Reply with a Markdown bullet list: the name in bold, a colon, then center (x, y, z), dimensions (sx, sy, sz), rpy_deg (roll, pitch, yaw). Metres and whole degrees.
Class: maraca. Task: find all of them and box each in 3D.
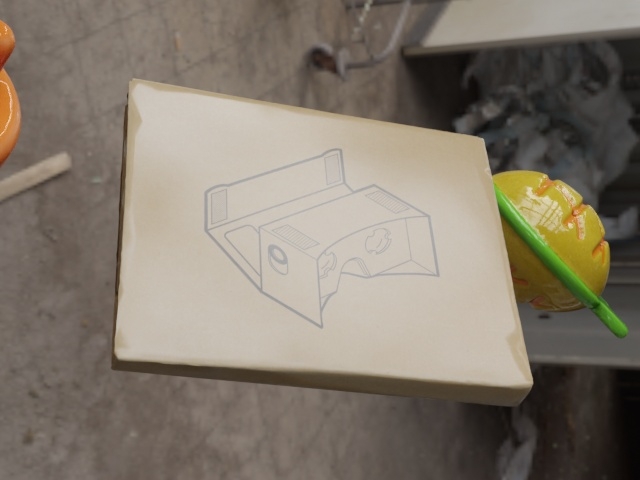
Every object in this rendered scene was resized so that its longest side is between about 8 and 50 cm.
- **maraca**: center (0.191, 0.013, 0.893), dimensions (0.185, 0.099, 0.127), rpy_deg (42, 15, -26)

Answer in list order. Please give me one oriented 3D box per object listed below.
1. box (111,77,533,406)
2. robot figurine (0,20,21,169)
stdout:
- **box**: center (0.000, 0.000, 0.545), dimensions (0.021, 0.201, 0.164), rpy_deg (118, -26, -49)
- **robot figurine**: center (-0.256, -0.050, 0.629), dimensions (0.128, 0.219, 0.158), rpy_deg (-8, 60, -51)
